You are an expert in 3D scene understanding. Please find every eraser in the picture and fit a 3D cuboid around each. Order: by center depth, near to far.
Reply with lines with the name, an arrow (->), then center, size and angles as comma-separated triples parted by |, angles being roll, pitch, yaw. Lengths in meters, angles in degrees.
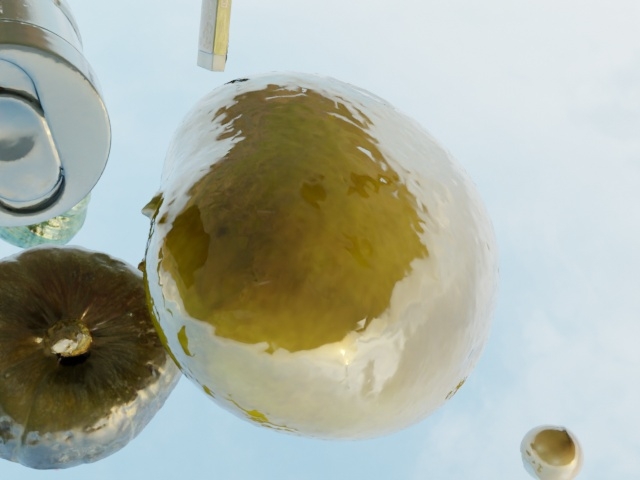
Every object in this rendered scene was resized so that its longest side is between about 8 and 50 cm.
eraser -> -0.110, -0.218, 0.932 | 0.019, 0.083, 0.038 | -5, -159, -36

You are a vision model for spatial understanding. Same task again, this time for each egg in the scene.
egg -> 0.268, 0.247, 1.040 | 0.071, 0.083, 0.071 | 0, -95, 3

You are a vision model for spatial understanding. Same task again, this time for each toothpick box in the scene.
toothpick box -> -0.177, -0.086, 0.504 | 0.101, 0.101, 0.153 | -13, -147, -14

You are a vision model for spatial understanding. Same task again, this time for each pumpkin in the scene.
pumpkin -> -0.240, 0.103, 0.837 | 0.219, 0.162, 0.218 | 6, -113, -14

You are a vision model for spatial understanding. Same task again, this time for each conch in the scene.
conch -> -0.469, -0.065, 1.489 | 0.188, 0.175, 0.122 | -24, -162, -12

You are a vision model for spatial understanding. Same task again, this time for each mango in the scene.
mango -> 0.000, 0.000, 0.685 | 0.301, 0.220, 0.445 | 46, -166, 3

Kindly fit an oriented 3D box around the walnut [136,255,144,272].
walnut -> -0.169, 0.075, 1.176 | 0.144, 0.180, 0.144 | -18, -129, 25
